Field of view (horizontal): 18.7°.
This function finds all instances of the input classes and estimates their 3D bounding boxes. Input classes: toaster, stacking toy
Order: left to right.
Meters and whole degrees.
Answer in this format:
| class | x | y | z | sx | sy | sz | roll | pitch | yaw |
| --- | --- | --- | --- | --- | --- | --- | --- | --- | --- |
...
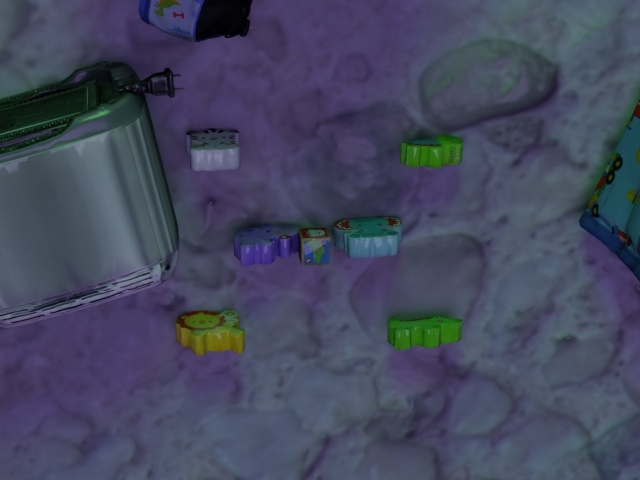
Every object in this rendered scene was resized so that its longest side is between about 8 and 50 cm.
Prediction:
| class | x | y | z | sx | sy | sz | roll | pitch | yaw |
| --- | --- | --- | --- | --- | --- | --- | --- | --- | --- |
| toaster | -0.193 | -0.033 | 1.405 | 0.227 | 0.129 | 0.146 | -16 | 114 | -1 |
| stacking toy | 0.000 | 0.000 | 1.476 | 0.221 | 0.052 | 0.167 | -2 | 112 | -6 |

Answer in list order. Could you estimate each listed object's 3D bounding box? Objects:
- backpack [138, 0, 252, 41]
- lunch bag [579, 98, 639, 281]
| class | x | y | z | sx | sy | sz | roll | pitch | yaw |
| --- | --- | --- | --- | --- | --- | --- | --- | --- | --- |
| backpack | -0.088 | -0.193 | 1.360 | 0.084 | 0.114 | 0.105 | 24 | 109 | 8 |
| lunch bag | 0.383 | -0.043 | 1.461 | 0.293 | 0.138 | 0.221 | 20 | 105 | -21 |
